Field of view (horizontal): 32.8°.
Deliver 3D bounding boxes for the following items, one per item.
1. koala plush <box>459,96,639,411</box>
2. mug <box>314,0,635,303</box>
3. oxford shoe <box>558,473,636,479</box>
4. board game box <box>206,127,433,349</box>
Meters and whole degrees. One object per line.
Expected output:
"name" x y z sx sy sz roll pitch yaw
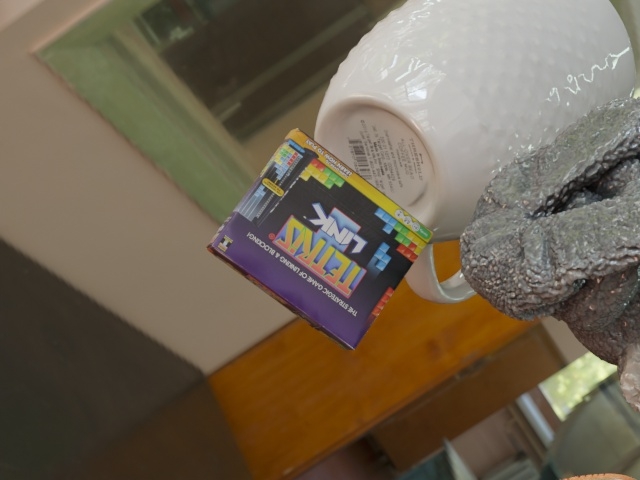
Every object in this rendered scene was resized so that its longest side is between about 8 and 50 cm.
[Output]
"koala plush" 0.248 0.033 0.936 0.221 0.203 0.196 50 22 -37
"mug" 0.162 -0.102 1.244 0.276 0.328 0.374 17 -54 35
"oxford shoe" 0.320 0.464 1.595 0.130 0.363 0.133 48 21 -24
"board game box" 0.000 0.000 1.040 0.170 0.141 0.048 36 -12 -9
